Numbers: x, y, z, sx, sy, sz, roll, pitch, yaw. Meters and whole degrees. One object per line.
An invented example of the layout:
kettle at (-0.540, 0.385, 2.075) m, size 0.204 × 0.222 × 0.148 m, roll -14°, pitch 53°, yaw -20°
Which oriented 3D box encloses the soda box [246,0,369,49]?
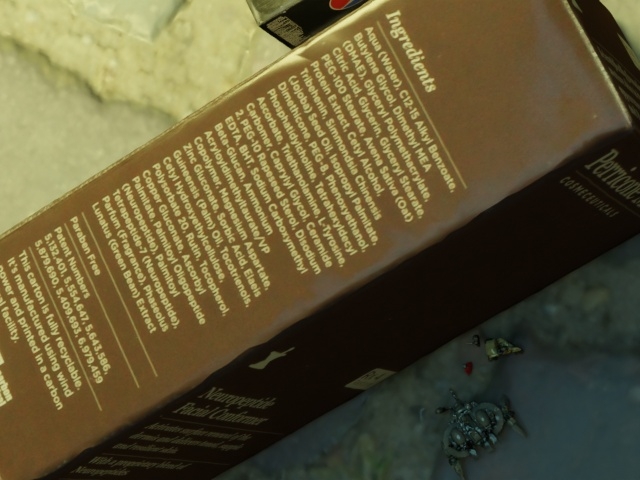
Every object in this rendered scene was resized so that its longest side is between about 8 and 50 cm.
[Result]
soda box at (0.031, -0.184, 1.138) m, size 0.169 × 0.053 × 0.060 m, roll -30°, pitch 71°, yaw 15°

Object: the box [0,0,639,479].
box at (0.000, 0.000, 1.047) m, size 0.381 × 0.191 × 0.143 m, roll -33°, pitch 71°, yaw 15°

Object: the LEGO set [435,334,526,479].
LEGO set at (0.087, 0.093, 1.084) m, size 0.054 × 0.023 × 0.083 m, roll -6°, pitch 79°, yaw 21°
